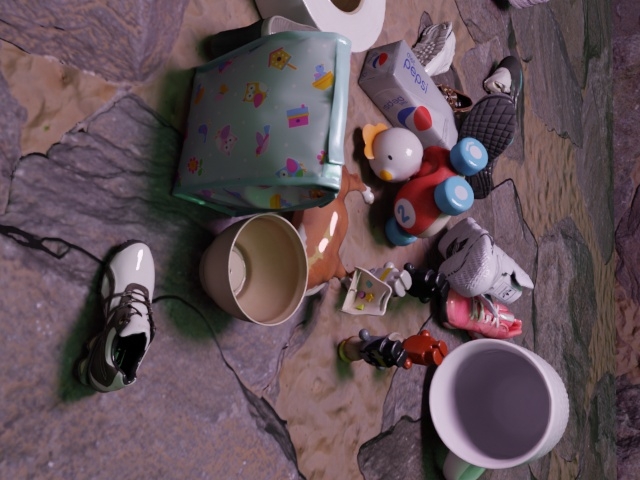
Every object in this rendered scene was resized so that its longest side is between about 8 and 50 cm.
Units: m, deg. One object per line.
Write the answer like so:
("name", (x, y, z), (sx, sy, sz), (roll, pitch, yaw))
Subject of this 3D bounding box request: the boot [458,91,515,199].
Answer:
("boot", (0.406, -0.284, 1.487), (0.338, 0.118, 0.223), (94, 14, -57))

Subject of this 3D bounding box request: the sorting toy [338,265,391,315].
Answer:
("sorting toy", (0.083, 0.096, 1.032), (0.045, 0.075, 0.083), (33, 75, -55))

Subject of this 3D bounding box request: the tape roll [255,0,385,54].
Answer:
("tape roll", (0.000, -0.469, 1.079), (0.286, 0.100, 0.286), (4, 85, -51))

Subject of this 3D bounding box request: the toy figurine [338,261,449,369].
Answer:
("toy figurine", (0.142, 0.148, 1.186), (0.209, 0.148, 0.213), (5, 86, -45))

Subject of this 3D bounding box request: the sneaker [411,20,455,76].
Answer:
("sneaker", (0.270, -0.428, 1.426), (0.235, 0.090, 0.095), (-55, 137, -35))

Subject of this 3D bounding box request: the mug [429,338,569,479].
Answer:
("mug", (0.421, 0.430, 1.438), (0.374, 0.276, 0.328), (-58, 145, 5))

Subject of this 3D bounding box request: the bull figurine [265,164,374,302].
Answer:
("bull figurine", (0.000, 0.000, 1.048), (0.188, 0.101, 0.310), (30, 70, -54))

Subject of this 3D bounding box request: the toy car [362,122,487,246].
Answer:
("toy car", (0.169, -0.141, 1.232), (0.238, 0.219, 0.210), (34, 58, -11))

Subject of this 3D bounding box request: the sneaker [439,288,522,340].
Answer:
("sneaker", (0.407, 0.179, 1.506), (0.314, 0.136, 0.116), (27, 66, -47))

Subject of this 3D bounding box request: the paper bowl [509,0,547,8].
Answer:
("paper bowl", (0.582, -0.834, 1.783), (0.284, 0.148, 0.284), (5, 84, -50))

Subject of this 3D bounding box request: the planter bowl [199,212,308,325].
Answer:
("planter bowl", (-0.112, 0.044, 0.898), (0.162, 0.109, 0.162), (6, 82, -50))

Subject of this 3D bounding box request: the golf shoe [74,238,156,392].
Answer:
("golf shoe", (-0.235, 0.093, 0.757), (0.077, 0.094, 0.198), (26, 66, -46))

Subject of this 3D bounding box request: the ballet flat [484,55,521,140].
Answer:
("ballet flat", (0.519, -0.409, 1.725), (0.096, 0.095, 0.281), (12, 78, -38))

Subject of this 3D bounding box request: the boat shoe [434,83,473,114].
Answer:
("boat shoe", (0.299, -0.346, 1.463), (0.207, 0.073, 0.073), (-8, 95, -50))

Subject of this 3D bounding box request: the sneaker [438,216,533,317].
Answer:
("sneaker", (0.377, 0.079, 1.339), (0.210, 0.137, 0.366), (44, 16, -5))

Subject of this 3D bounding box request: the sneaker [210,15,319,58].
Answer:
("sneaker", (-0.072, -0.306, 0.978), (0.222, 0.118, 0.083), (3, 90, -63))

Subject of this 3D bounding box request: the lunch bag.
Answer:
("lunch bag", (-0.064, -0.157, 0.851), (0.160, 0.262, 0.223), (21, 71, -48))

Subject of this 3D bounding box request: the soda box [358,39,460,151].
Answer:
("soda box", (0.204, -0.300, 1.325), (0.286, 0.091, 0.098), (40, 58, -42))
